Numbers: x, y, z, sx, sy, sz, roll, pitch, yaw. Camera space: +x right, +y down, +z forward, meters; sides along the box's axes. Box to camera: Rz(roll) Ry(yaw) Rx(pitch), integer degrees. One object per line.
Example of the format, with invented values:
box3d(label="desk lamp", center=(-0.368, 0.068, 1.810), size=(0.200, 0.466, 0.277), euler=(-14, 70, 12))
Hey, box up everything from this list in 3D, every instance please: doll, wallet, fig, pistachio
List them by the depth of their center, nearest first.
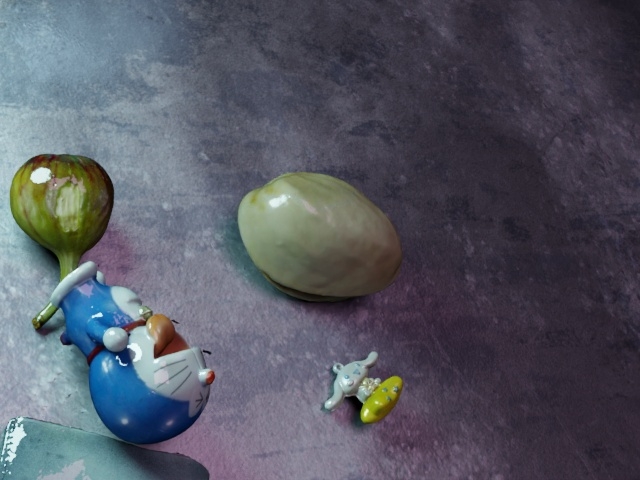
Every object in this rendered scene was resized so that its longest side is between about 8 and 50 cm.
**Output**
box3d(label="wallet", center=(-0.274, 0.367, 1.329), size=(0.291, 0.054, 0.251), euler=(19, 47, -24))
box3d(label="doll", center=(-0.248, 0.144, 1.406), size=(0.256, 0.161, 0.215), euler=(54, 2, 8))
box3d(label="fig", center=(-0.360, 0.000, 1.472), size=(0.149, 0.149, 0.245), euler=(6, 75, -32))
box3d(label="doll", center=(0.070, 0.228, 1.672), size=(0.113, 0.071, 0.135), euler=(18, 45, -3))
box3d(label="pistachio", center=(0.000, 0.000, 1.695), size=(0.288, 0.166, 0.197), euler=(30, 73, -23))
